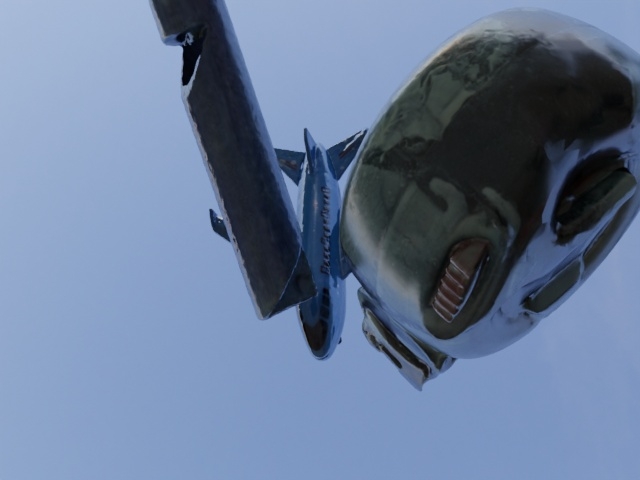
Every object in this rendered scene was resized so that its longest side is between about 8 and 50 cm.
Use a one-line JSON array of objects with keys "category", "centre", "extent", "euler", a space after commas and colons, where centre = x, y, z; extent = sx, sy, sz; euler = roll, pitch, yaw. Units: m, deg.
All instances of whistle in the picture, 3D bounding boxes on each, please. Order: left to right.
[{"category": "whistle", "centre": [-0.071, -0.087, 0.543], "extent": [0.062, 0.062, 0.305], "euler": [-16, -82, 13]}]

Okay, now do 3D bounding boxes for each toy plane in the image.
[{"category": "toy plane", "centre": [0.000, 0.000, 0.722], "extent": [0.253, 0.105, 0.272], "euler": [-10, -115, 15]}]

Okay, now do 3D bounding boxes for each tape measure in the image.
[{"category": "tape measure", "centre": [0.143, -0.028, 0.515], "extent": [0.256, 0.275, 0.147], "euler": [-36, -122, -20]}]
